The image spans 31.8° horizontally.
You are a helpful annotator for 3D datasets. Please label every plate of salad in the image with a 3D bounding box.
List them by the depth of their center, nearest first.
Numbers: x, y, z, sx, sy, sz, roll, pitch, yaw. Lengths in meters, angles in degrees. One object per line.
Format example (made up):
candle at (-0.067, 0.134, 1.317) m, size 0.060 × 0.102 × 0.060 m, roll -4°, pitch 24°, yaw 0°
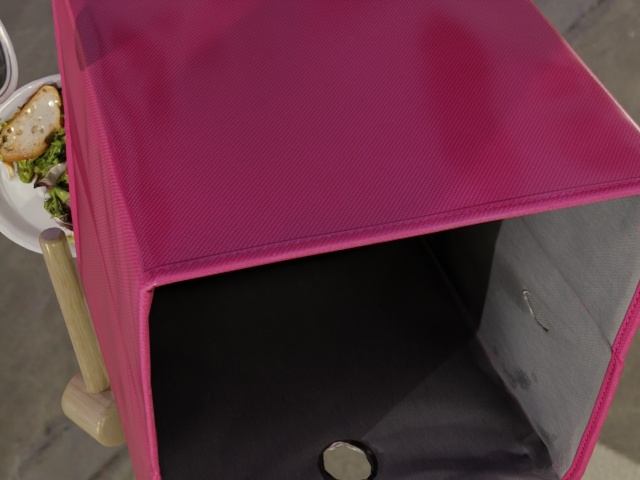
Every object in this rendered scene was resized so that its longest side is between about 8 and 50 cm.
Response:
plate of salad at (-0.235, -0.067, 1.095) m, size 0.200 × 0.200 × 0.048 m, roll -19°, pitch 32°, yaw -10°

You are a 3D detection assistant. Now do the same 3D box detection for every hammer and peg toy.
hammer and peg toy at (-0.081, 0.024, 0.996) m, size 0.127 × 0.266 × 0.361 m, roll 33°, pitch 66°, yaw 29°

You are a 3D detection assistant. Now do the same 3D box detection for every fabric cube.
fabric cube at (0.000, 0.000, 0.628) m, size 0.254 × 0.259 × 0.258 m, roll -11°, pitch 46°, yaw -17°

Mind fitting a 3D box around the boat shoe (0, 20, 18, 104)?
boat shoe at (-0.183, -0.113, 0.472) m, size 0.049 × 0.142 × 0.040 m, roll -38°, pitch 11°, yaw -3°
